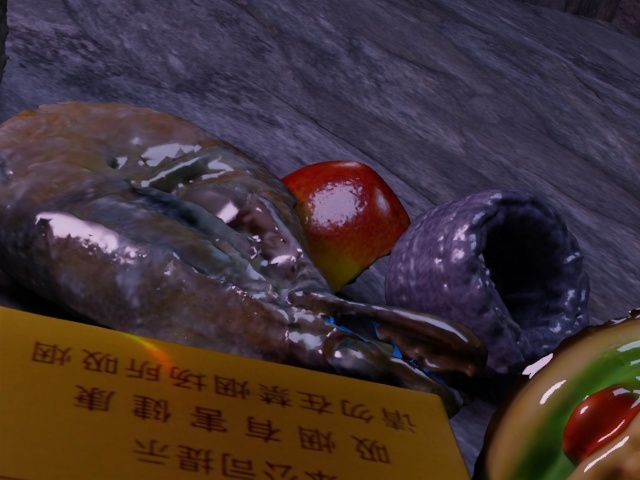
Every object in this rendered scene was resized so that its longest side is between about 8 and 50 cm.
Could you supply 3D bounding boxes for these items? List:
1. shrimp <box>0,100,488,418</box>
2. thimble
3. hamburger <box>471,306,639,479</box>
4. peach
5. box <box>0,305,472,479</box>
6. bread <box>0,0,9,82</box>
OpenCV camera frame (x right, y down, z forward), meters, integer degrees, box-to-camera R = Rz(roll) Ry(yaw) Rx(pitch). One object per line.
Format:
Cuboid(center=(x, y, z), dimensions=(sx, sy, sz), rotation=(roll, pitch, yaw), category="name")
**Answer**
Cuboid(center=(-0.079, 0.011, 0.822), dimensions=(0.445, 0.110, 0.221), rotation=(31, 44, 27), category="shrimp")
Cuboid(center=(0.132, 0.035, 0.886), dimensions=(0.150, 0.150, 0.097), rotation=(-1, -10, -38), category="thimble")
Cuboid(center=(0.197, 0.160, 0.584), dimensions=(0.237, 0.237, 0.149), rotation=(12, 23, -15), category="hamburger")
Cuboid(center=(-0.001, -0.005, 0.931), dimensions=(0.151, 0.118, 0.151), rotation=(2, 20, -1), category="peach")
Cuboid(center=(-0.042, 0.193, 0.453), dimensions=(0.264, 0.116, 0.415), rotation=(14, 22, -12), category="box")
Cuboid(center=(-0.424, -0.242, 1.025), dimensions=(0.278, 0.225, 0.250), rotation=(10, 22, -8), category="bread")
